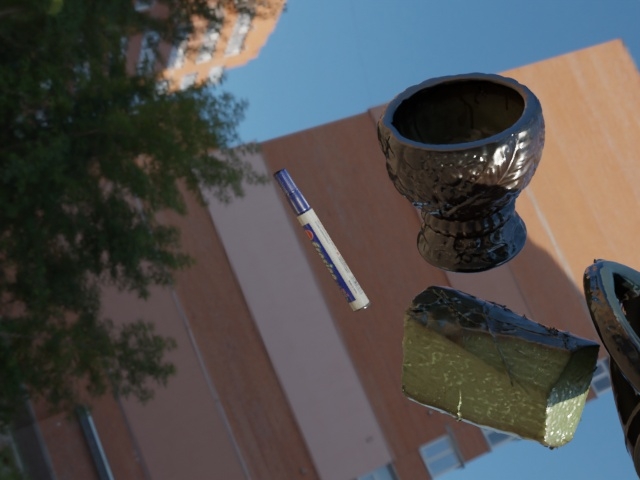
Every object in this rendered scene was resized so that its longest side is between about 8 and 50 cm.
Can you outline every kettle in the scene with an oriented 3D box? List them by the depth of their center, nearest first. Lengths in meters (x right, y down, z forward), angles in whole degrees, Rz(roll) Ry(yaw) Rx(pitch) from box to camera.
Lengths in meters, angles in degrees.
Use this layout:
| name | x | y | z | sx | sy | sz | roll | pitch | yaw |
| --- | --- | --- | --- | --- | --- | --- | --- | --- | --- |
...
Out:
| name | x | y | z | sx | sy | sz | roll | pitch | yaw |
| --- | --- | --- | --- | --- | --- | --- | --- | --- | --- |
| kettle | 0.490 | 0.160 | 1.150 | 0.228 | 0.321 | 0.324 | -49 | -163 | 29 |

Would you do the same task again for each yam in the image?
| name | x | y | z | sx | sy | sz | roll | pitch | yaw |
| --- | --- | --- | --- | --- | --- | --- | --- | --- | --- |
| yam | 0.288 | 0.195 | 1.295 | 0.271 | 0.201 | 0.202 | 20 | -62 | 33 |

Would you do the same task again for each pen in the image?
| name | x | y | z | sx | sy | sz | roll | pitch | yaw |
| --- | --- | --- | --- | --- | --- | --- | --- | --- | --- |
| pen | 0.000 | 0.000 | 1.020 | 0.204 | 0.025 | 0.025 | 58 | -22 | -5 |

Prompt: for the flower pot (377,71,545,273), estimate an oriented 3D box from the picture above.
| name | x | y | z | sx | sy | sz | roll | pitch | yaw |
| --- | --- | --- | --- | --- | --- | --- | --- | --- | --- |
| flower pot | 0.239 | -0.103 | 1.360 | 0.266 | 0.267 | 0.267 | 43 | -28 | 49 |
